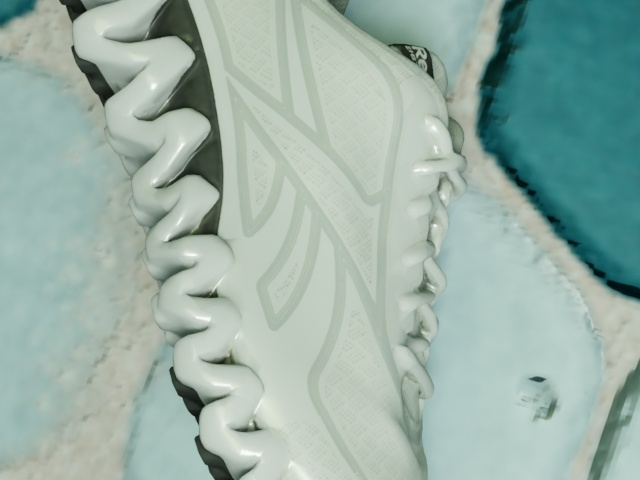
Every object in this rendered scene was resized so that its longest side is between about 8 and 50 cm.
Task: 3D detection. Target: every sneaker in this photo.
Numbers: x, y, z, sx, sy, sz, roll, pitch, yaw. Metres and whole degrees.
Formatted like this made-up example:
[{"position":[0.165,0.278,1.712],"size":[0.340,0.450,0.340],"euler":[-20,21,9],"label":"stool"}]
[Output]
[{"position":[0.000,0.000,0.593],"size":[0.118,0.110,0.292],"euler":[-18,69,-1],"label":"sneaker"}]
